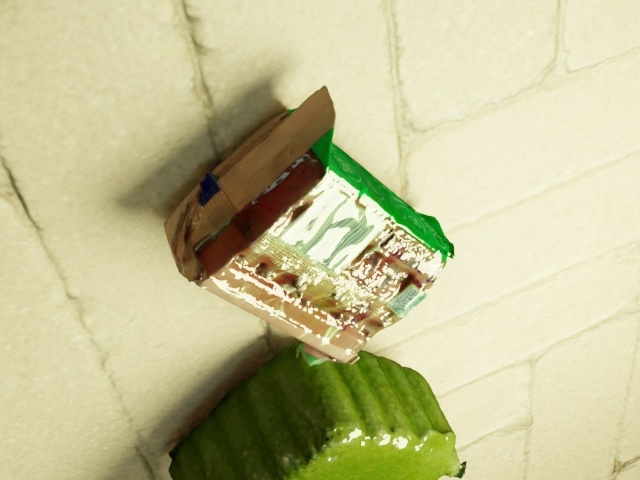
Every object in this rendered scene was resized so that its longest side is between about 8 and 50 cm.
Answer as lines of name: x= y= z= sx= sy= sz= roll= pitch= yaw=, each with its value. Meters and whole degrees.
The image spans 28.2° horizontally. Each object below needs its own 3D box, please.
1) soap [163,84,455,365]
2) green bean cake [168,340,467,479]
soap: x=0.001 y=0.002 z=1.164 sx=0.218 sy=0.098 sz=0.273 roll=-39 pitch=145 yaw=13
green bean cake: x=-0.006 y=0.236 z=1.402 sx=0.247 sy=0.156 sz=0.250 roll=17 pitch=124 yaw=-45
